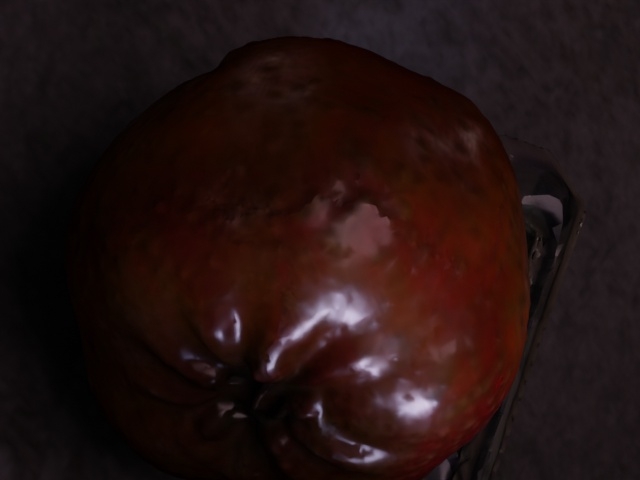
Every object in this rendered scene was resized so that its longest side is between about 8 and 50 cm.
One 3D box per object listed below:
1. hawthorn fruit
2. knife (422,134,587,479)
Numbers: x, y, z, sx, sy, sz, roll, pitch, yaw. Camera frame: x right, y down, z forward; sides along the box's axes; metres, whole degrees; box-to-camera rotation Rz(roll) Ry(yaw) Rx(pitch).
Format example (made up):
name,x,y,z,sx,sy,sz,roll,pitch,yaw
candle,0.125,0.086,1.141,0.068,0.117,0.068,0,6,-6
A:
name,x,y,z,sx,sy,sz,roll,pitch,yaw
hawthorn fruit,0.000,0.000,0.768,0.179,0.179,0.200,48,43,-20
knife,0.043,0.100,0.858,0.089,0.043,0.365,41,57,-26
